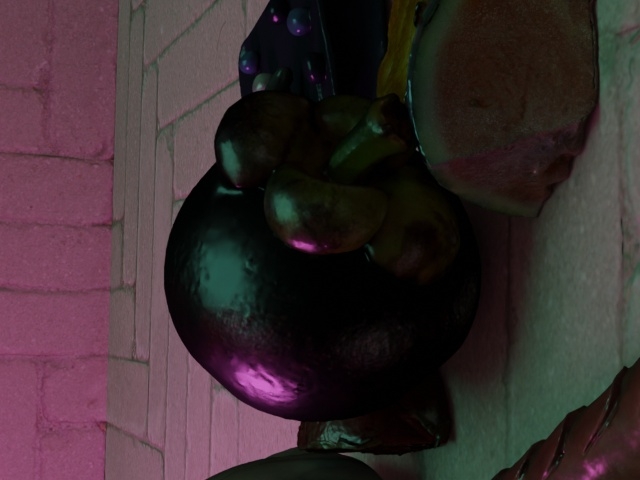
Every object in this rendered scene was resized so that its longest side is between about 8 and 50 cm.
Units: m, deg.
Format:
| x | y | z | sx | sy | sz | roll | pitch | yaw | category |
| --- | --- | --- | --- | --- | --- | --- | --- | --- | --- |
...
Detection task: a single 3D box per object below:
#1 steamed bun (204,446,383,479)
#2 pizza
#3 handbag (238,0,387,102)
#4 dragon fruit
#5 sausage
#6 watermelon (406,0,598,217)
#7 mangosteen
| x | y | z | sx | sy | sz | roll | pitch | yaw | category |
| --- | --- | --- | --- | --- | --- | --- | --- | --- | --- |
| -0.041 | 0.337 | 1.159 | 0.383 | 0.247 | 0.236 | 146 | 117 | -70 | steamed bun |
| 0.113 | -0.239 | 1.084 | 0.189 | 0.071 | 0.296 | -143 | 61 | -80 | pizza |
| -0.022 | -0.190 | 1.381 | 0.325 | 0.119 | 0.269 | 133 | 134 | -63 | handbag |
| 0.051 | 0.143 | 1.139 | 0.127 | 0.121 | 0.161 | 138 | 136 | -55 | dragon fruit |
| 0.196 | 0.162 | 0.805 | 0.433 | 0.088 | 0.087 | 119 | 146 | -51 | sausage |
| 0.129 | -0.137 | 0.920 | 0.128 | 0.146 | 0.231 | 162 | 107 | -68 | watermelon |
| -0.010 | 0.011 | 1.021 | 0.313 | 0.297 | 0.297 | 53 | -176 | -35 | mangosteen |
